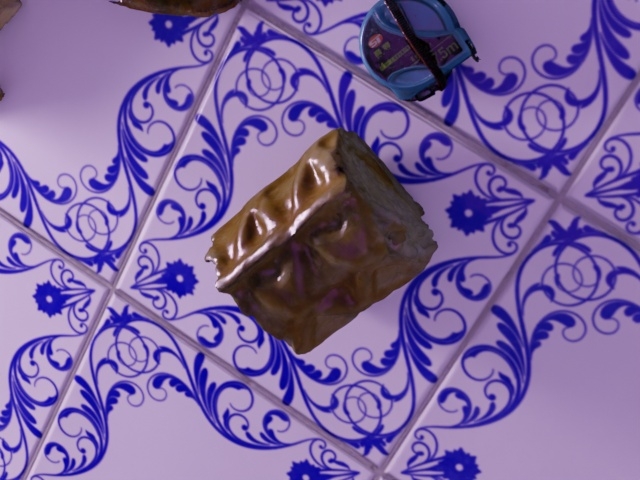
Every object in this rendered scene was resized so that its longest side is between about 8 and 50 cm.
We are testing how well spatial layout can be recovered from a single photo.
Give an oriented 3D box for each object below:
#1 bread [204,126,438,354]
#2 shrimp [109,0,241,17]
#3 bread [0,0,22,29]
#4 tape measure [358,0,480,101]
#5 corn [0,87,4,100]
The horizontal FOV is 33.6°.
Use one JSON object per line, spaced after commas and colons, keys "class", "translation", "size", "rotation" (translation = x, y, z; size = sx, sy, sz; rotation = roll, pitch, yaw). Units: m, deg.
{"class": "bread", "translation": [0.001, 0.004, 1.404], "size": [0.238, 0.196, 0.252], "rotation": [45, 113, 3]}
{"class": "shrimp", "translation": [-0.204, -0.392, 1.442], "size": [0.253, 0.058, 0.173], "rotation": [15, 104, 10]}
{"class": "bread", "translation": [-0.595, -0.369, 1.567], "size": [0.239, 0.111, 0.246], "rotation": [-37, 87, 24]}
{"class": "tape measure", "translation": [0.115, -0.251, 1.346], "size": [0.125, 0.081, 0.146], "rotation": [-33, 92, 23]}
{"class": "corn", "translation": [-0.529, -0.218, 1.628], "size": [0.092, 0.037, 0.037], "rotation": [-12, 101, 20]}
